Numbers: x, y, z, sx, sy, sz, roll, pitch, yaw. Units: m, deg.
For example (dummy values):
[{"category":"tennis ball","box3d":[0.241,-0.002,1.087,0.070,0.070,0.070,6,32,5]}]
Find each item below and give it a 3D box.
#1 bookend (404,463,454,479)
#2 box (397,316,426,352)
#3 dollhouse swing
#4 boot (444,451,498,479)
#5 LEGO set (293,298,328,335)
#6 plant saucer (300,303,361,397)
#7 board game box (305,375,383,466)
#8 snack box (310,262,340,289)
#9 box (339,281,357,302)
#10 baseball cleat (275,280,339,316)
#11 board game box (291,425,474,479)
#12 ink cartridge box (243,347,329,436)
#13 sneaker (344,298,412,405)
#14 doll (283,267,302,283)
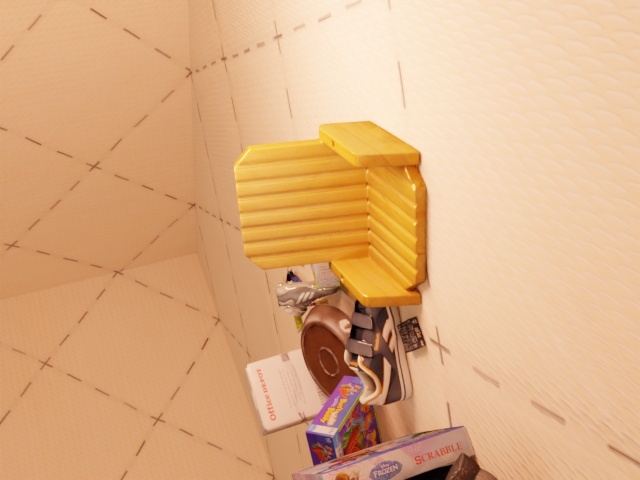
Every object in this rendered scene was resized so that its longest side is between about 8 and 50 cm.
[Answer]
[{"category":"bookend","box3d":[0.276,0.539,1.433,0.157,0.072,0.156,-28,117,37]},{"category":"box","box3d":[0.200,0.209,1.543,0.083,0.018,0.067,126,127,-67]},{"category":"dollhouse swing","box3d":[0.012,-0.039,1.465,0.315,0.305,0.347,-133,34,-56]},{"category":"boot","box3d":[0.290,0.528,1.232,0.222,0.118,0.338,30,145,15]},{"category":"LEGO set","box3d":[-0.002,0.276,2.058,0.132,0.107,0.287,122,132,-66]},{"category":"plant saucer","box3d":[0.037,0.329,1.928,0.310,0.050,0.311,31,131,42]},{"category":"board game box","box3d":[0.078,0.561,1.798,0.078,0.233,0.347,1,117,29]},{"category":"snack box","box3d":[0.000,0.000,1.850,0.174,0.070,0.207,-110,11,-69]},{"category":"box","box3d":[0.078,0.062,1.794,0.164,0.021,0.201,-139,38,-61]},{"category":"baseball cleat","box3d":[-0.033,0.164,2.004,0.205,0.072,0.109,-2,105,32]},{"category":"board game box","box3d":[0.121,0.485,1.507,0.318,0.318,0.066,127,128,-67]},{"category":"ink cartridge box","box3d":[-0.070,0.442,2.100,0.117,0.283,0.207,116,137,-63]},{"category":"sneaker","box3d":[0.120,0.233,1.635,0.126,0.127,0.321,169,88,-74]},{"category":"doll","box3d":[-0.085,0.150,2.313,0.189,0.046,0.129,-144,44,-63]}]
